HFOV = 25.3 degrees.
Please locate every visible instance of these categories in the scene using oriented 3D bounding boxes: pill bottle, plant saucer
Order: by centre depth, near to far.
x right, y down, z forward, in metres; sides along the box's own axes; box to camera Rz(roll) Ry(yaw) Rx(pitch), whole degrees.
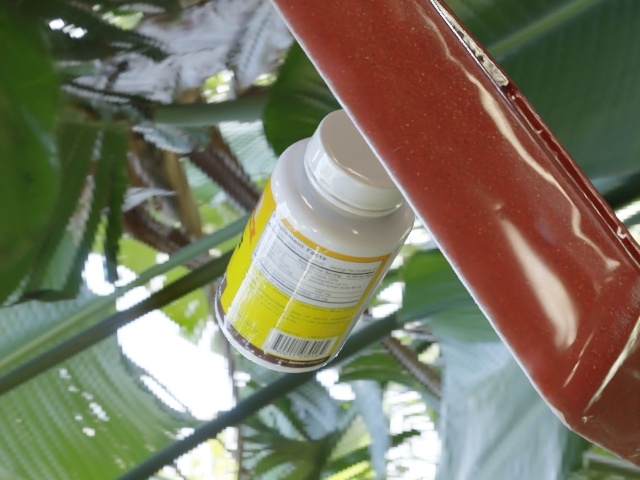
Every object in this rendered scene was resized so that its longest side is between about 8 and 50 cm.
[{"bbox_3d":[0.081,-0.021,0.578,0.259,0.048,0.258,59,-167,28],"label":"plant saucer"},{"bbox_3d":[0.000,0.000,1.126,0.117,0.215,0.117,15,-136,-15],"label":"pill bottle"}]
